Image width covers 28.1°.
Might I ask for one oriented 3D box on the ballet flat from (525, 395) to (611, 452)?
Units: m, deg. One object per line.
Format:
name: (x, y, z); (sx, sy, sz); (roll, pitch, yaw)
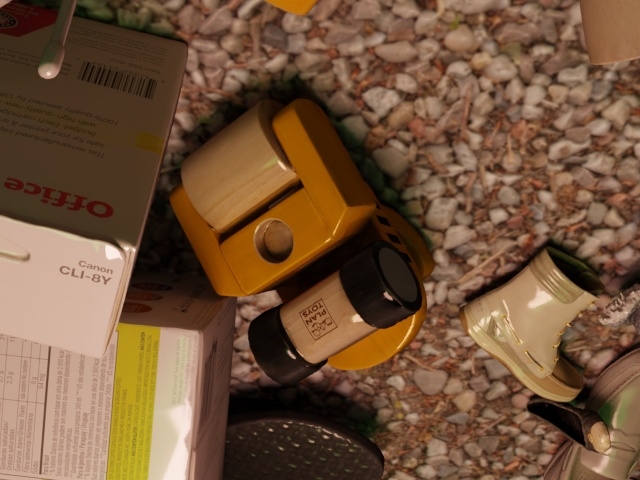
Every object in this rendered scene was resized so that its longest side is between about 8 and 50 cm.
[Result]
ballet flat: (0.334, 0.247, 1.708); (0.049, 0.173, 0.057); (-8, 101, -18)

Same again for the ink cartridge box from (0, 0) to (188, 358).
ink cartridge box: (-0.312, -0.084, 1.351); (0.279, 0.384, 0.160); (14, 127, -7)

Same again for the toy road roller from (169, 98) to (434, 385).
toy road roller: (0.000, 0.000, 1.547); (0.202, 0.241, 0.329); (-33, 81, 26)

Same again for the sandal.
sandal: (-0.121, 0.283, 1.814); (0.446, 0.107, 0.167); (-4, 129, 23)

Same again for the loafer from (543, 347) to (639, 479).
loafer: (0.402, 0.278, 1.754); (0.112, 0.111, 0.319); (14, 127, -7)

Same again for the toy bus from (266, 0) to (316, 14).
toy bus: (-0.122, -0.362, 1.285); (0.333, 0.130, 0.108); (29, 125, -18)

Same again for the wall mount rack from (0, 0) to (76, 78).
wall mount rack: (-0.331, -0.236, 1.179); (0.350, 0.130, 0.304); (-25, 78, 25)

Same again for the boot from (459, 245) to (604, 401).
boot: (0.308, 0.111, 1.657); (0.213, 0.077, 0.165); (37, 119, -22)

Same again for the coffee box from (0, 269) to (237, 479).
coffee box: (-0.293, 0.220, 1.534); (0.335, 0.337, 0.338); (6, 97, 3)

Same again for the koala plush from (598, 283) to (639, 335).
koala plush: (0.452, 0.060, 1.550); (0.196, 0.203, 0.221); (20, 138, -11)

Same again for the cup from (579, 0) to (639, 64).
cup: (0.377, -0.332, 1.193); (0.331, 0.331, 0.236); (-18, 98, 16)

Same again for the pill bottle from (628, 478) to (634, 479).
pill bottle: (0.446, 0.392, 1.881); (0.043, 0.043, 0.083); (2, 127, 2)
